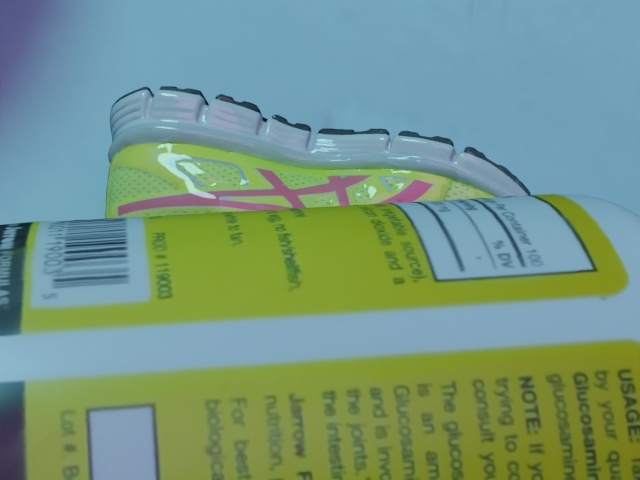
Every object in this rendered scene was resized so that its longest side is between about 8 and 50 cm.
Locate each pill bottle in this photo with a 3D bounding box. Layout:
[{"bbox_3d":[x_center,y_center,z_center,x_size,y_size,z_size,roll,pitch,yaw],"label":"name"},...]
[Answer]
[{"bbox_3d":[0.027,0.080,0.424,0.334,0.188,0.188,-3,66,-9],"label":"pill bottle"}]

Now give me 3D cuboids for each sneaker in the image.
[{"bbox_3d":[0.000,0.000,0.526,0.208,0.081,0.094,10,71,4],"label":"sneaker"}]
